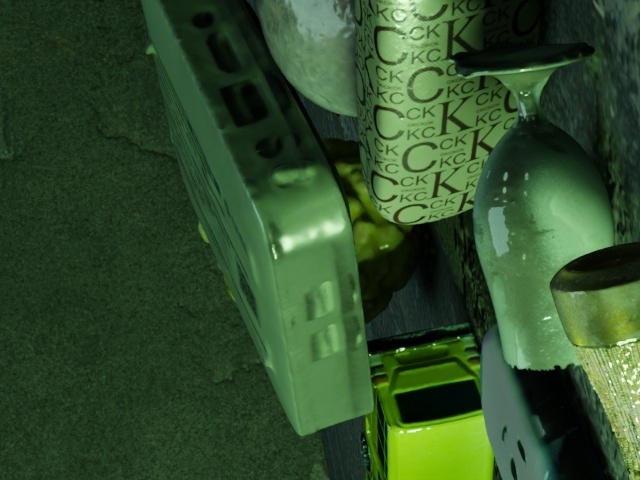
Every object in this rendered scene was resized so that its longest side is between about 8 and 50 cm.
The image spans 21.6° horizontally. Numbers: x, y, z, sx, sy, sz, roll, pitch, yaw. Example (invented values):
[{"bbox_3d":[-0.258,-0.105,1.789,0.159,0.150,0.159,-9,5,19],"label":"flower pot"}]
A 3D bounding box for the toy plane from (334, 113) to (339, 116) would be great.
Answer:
[{"bbox_3d":[0.019,-0.254,2.138,0.130,0.061,0.189,-136,32,-78],"label":"toy plane"}]

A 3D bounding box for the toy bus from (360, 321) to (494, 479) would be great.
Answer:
[{"bbox_3d":[0.114,0.225,1.788,0.262,0.128,0.150,87,169,-46],"label":"toy bus"}]

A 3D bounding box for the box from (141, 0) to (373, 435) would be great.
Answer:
[{"bbox_3d":[-0.063,-0.052,1.659,0.397,0.111,0.396,83,164,-55],"label":"box"}]

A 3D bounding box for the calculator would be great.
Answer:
[{"bbox_3d":[0.192,0.198,1.410,0.293,0.051,0.173,-107,11,-45],"label":"calculator"}]

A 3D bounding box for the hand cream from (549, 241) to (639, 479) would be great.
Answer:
[{"bbox_3d":[0.205,0.106,1.055,0.084,0.084,0.203,-135,30,-79],"label":"hand cream"}]

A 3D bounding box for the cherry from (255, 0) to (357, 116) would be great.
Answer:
[{"bbox_3d":[0.040,-0.213,1.450,0.266,0.183,0.213,46,149,52],"label":"cherry"}]

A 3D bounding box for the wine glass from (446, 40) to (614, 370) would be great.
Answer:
[{"bbox_3d":[0.151,-0.025,1.170,0.103,0.103,0.222,-129,30,-76],"label":"wine glass"}]

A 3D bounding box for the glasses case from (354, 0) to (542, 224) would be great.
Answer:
[{"bbox_3d":[0.097,-0.143,1.291,0.355,0.137,0.085,87,163,-51],"label":"glasses case"}]

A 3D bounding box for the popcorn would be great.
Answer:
[{"bbox_3d":[0.000,0.000,1.963,0.212,0.259,0.259,35,-145,-53],"label":"popcorn"}]
